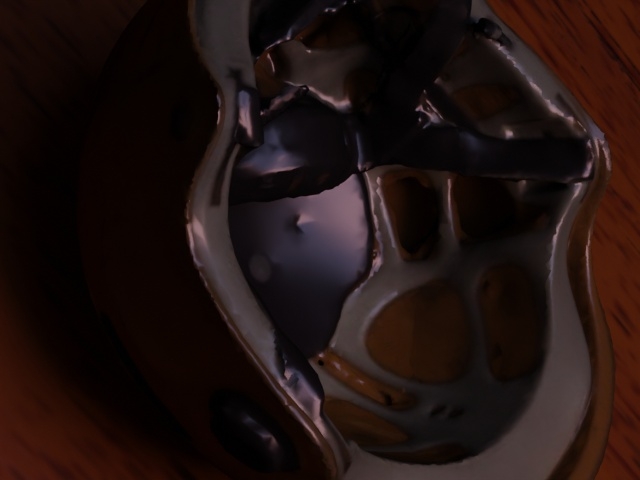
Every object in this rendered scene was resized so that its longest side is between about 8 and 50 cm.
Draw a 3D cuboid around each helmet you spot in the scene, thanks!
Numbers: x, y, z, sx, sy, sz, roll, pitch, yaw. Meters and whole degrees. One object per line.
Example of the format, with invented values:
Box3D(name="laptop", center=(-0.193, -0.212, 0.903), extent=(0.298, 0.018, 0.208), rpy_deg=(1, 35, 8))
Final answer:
Box3D(name="helmet", center=(0.000, 0.000, 0.589), extent=(0.198, 0.130, 0.224), rpy_deg=(-41, 114, -39))
